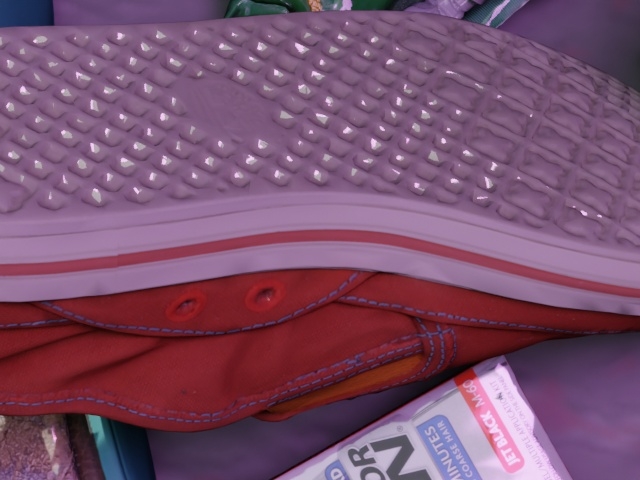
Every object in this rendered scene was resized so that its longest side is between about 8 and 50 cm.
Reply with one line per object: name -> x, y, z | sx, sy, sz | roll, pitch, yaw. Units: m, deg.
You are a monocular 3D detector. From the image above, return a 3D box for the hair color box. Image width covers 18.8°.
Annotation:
hair color box -> 0.009, 0.117, 0.640 | 0.167, 0.053, 0.093 | -30, 85, -1

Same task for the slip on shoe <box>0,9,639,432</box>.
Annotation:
slip on shoe -> 0.000, 0.000, 0.588 | 0.331, 0.101, 0.123 | -3, 44, -29

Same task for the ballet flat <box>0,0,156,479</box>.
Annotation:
ballet flat -> -0.136, -0.041, 0.637 | 0.106, 0.107, 0.316 | -12, 82, 7

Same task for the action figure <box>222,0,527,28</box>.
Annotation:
action figure -> 0.047, -0.121, 0.661 | 0.232, 0.063, 0.137 | -42, 74, -7
